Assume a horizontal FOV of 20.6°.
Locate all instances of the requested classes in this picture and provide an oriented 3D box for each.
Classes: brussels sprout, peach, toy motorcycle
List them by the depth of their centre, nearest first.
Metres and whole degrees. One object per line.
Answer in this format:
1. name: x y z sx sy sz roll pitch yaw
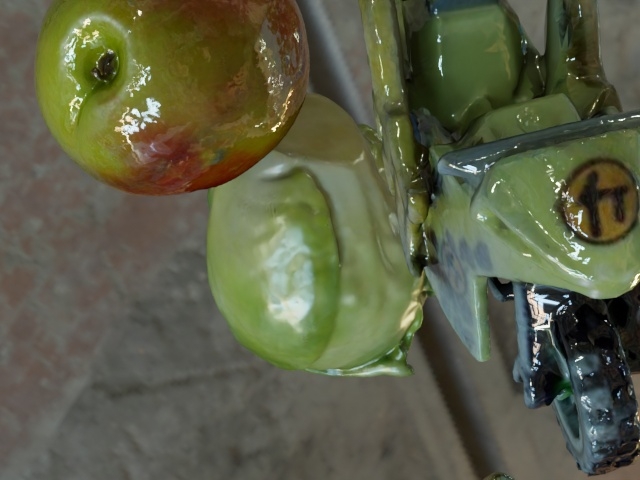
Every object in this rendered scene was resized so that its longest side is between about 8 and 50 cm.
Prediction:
1. toy motorcycle: 0.121 -0.057 1.134 0.168 0.410 0.237 -12 139 -11
2. peach: -0.122 -0.144 1.470 0.231 0.231 0.231 -24 126 -38
3. brussels sprout: -0.002 -0.001 1.677 0.227 0.259 0.294 -15 134 -9

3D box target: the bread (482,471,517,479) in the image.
1. bread: 0.173 0.295 1.786 0.156 0.110 0.103 48 67 -32
